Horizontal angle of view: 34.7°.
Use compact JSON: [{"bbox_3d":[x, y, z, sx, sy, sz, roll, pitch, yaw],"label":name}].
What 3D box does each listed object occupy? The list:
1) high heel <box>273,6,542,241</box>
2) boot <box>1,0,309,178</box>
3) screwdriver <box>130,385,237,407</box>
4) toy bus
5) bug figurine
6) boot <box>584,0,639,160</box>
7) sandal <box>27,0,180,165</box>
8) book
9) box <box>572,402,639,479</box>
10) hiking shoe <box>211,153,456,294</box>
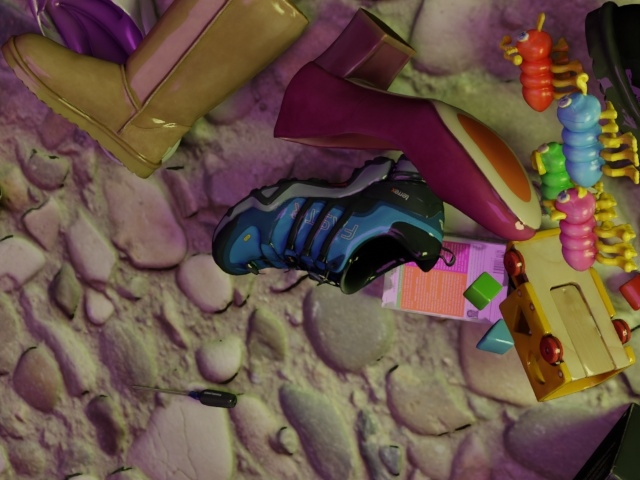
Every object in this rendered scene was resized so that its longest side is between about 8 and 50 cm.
[{"bbox_3d":[0.078,-0.078,1.058,0.181,0.127,0.377,-51,40,19],"label":"high heel"},{"bbox_3d":[-0.188,-0.234,1.167,0.236,0.089,0.269,39,105,-24],"label":"boot"},{"bbox_3d":[-0.186,0.203,1.379,0.170,0.024,0.025,8,78,28],"label":"screwdriver"},{"bbox_3d":[0.245,0.072,1.103,0.191,0.202,0.104,31,150,0],"label":"toy bus"},{"bbox_3d":[0.235,-0.088,0.980,0.072,0.279,0.216,-12,116,5],"label":"bug figurine"},{"bbox_3d":[0.436,-0.128,0.956,0.260,0.131,0.348,-32,95,30],"label":"boot"},{"bbox_3d":[-0.289,-0.282,1.241,0.169,0.102,0.416,-26,92,27],"label":"sandal"},{"bbox_3d":[0.147,0.040,1.182,0.144,0.035,0.096,9,104,21],"label":"book"},{"bbox_3d":[0.296,0.330,1.111,0.103,0.184,0.261,33,115,10],"label":"box"},{"bbox_3d":[0.000,0.000,1.162,0.304,0.113,0.132,-18,56,27],"label":"hiking shoe"}]
